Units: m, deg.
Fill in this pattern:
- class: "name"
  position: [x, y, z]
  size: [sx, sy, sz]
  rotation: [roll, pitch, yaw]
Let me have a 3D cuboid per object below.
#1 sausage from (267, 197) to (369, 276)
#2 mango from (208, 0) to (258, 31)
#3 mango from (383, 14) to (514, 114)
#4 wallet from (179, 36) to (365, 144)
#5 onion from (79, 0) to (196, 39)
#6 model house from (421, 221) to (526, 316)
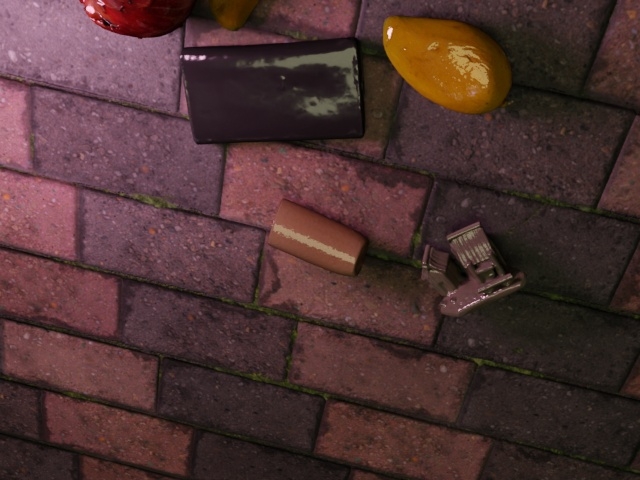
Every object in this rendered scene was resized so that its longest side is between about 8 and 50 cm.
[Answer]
- class: "sausage"
  position: [0.000, 0.000, 1.739]
  size: [0.252, 0.123, 0.123]
  rotation: [22, 121, -4]
- class: "mango"
  position: [-0.181, -0.527, 1.492]
  size: [0.115, 0.089, 0.165]
  rotation: [29, 124, -17]
- class: "mango"
  position: [0.267, -0.367, 1.482]
  size: [0.316, 0.119, 0.177]
  rotation: [27, 129, 0]
- class: "wallet"
  position: [-0.105, -0.331, 1.605]
  size: [0.405, 0.062, 0.229]
  rotation: [0, 120, 11]
- class: "onion"
  position: [-0.363, -0.542, 1.433]
  size: [0.276, 0.276, 0.276]
  rotation: [5, 120, 8]
- class: "model house"
  position: [0.350, 0.059, 1.709]
  size: [0.229, 0.122, 0.188]
  rotation: [-27, 109, 26]
